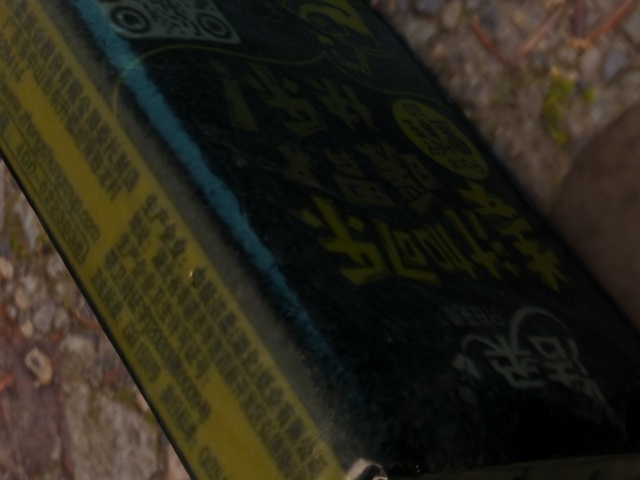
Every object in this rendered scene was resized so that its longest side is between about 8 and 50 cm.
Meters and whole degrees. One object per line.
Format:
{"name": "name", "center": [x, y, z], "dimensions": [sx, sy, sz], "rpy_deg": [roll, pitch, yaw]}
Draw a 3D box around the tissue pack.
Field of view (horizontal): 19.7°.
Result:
{"name": "tissue pack", "center": [0.000, 0.000, 0.656], "dimensions": [0.081, 0.185, 0.257], "rpy_deg": [-53, 56, 29]}
